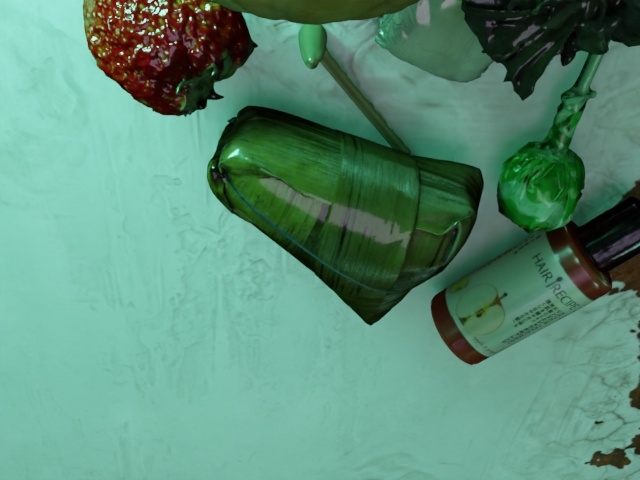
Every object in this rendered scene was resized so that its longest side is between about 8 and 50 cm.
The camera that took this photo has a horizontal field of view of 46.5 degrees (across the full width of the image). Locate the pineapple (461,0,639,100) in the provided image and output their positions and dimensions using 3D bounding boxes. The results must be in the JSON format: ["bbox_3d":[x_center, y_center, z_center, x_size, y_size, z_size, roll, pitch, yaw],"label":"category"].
[{"bbox_3d":[0.265,-0.233,0.592,0.310,0.141,0.170,-27,147,9],"label":"pineapple"}]

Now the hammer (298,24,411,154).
[{"bbox_3d":[0.043,-0.137,0.759,0.028,0.060,0.195,-30,131,23],"label":"hammer"}]

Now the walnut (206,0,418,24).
[{"bbox_3d":[-0.019,-0.299,0.453,0.333,0.332,0.332,-1,133,-1],"label":"walnut"}]

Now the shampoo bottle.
[{"bbox_3d":[0.272,0.044,0.898,0.278,0.104,0.104,-36,124,27],"label":"shampoo bottle"}]

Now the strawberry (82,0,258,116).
[{"bbox_3d":[-0.141,-0.187,0.669,0.148,0.131,0.131,39,126,4],"label":"strawberry"}]

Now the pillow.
[{"bbox_3d":[0.149,-0.242,0.663,0.128,0.050,0.229,9,135,-26],"label":"pillow"}]

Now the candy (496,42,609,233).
[{"bbox_3d":[0.260,-0.149,0.750,0.097,0.097,0.323,8,124,-9],"label":"candy"}]

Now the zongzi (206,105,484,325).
[{"bbox_3d":[0.000,0.000,0.845,0.286,0.138,0.300,16,144,-9],"label":"zongzi"}]
